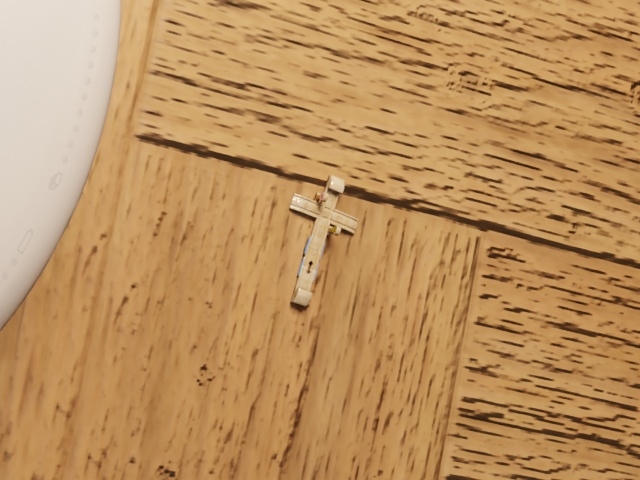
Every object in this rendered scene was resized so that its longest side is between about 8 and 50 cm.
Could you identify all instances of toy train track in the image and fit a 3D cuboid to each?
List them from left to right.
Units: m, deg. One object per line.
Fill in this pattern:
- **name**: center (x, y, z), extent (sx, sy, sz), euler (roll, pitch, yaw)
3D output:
- **toy train track**: center (0.000, 0.000, 1.150), extent (0.048, 0.014, 0.083), euler (21, 80, -25)

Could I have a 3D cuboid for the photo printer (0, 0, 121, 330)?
- **photo printer**: center (-0.262, -0.089, 0.967), extent (0.307, 0.107, 0.256), euler (24, 78, -24)
